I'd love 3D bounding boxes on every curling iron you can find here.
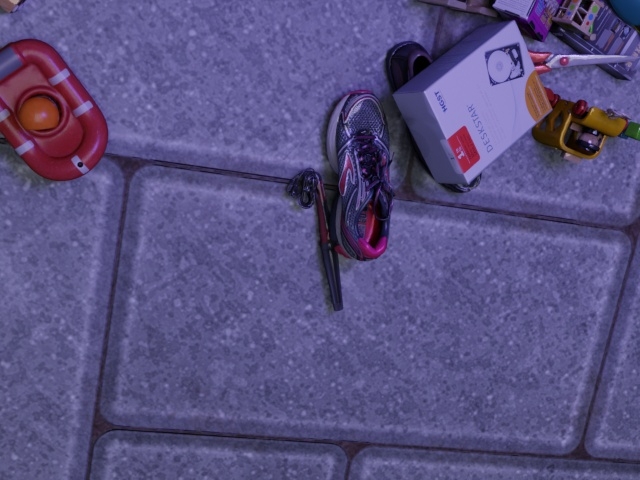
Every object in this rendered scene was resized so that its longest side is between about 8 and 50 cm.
[{"bbox_3d":[0.000,0.000,1.622,0.068,0.035,0.273,-20,107,-14],"label":"curling iron"}]

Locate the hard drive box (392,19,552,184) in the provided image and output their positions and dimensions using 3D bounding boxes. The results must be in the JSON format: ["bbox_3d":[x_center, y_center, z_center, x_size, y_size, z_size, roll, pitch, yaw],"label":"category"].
[{"bbox_3d":[0.260,-0.232,1.509,0.232,0.089,0.181,-41,115,-22],"label":"hard drive box"}]

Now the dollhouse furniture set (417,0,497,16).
[{"bbox_3d":[0.191,-0.508,1.501,0.242,0.161,0.212,3,105,-37],"label":"dollhouse furniture set"}]

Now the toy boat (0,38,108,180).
[{"bbox_3d":[-0.437,-0.198,1.406,0.151,0.151,0.231,-36,109,-1],"label":"toy boat"}]

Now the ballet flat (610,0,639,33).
[{"bbox_3d":[0.590,-0.398,1.580,0.231,0.077,0.077,41,72,-23],"label":"ballet flat"}]

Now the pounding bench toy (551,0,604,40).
[{"bbox_3d":[0.458,-0.392,1.553,0.083,0.052,0.065,21,99,-34],"label":"pounding bench toy"}]

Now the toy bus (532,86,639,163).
[{"bbox_3d":[0.464,-0.193,1.602,0.202,0.191,0.104,3,110,-60],"label":"toy bus"}]

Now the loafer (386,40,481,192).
[{"bbox_3d":[0.207,-0.208,1.583,0.109,0.095,0.302,-30,109,-4],"label":"loafer"}]

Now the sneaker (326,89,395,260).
[{"bbox_3d":[0.084,-0.113,1.560,0.121,0.112,0.299,-5,97,-21],"label":"sneaker"}]

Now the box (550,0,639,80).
[{"bbox_3d":[0.548,-0.435,1.621,0.183,0.056,0.231,28,98,-19],"label":"box"}]

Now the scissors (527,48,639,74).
[{"bbox_3d":[0.417,-0.329,1.601,0.297,0.021,0.109,-15,110,8],"label":"scissors"}]

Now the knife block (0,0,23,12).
[{"bbox_3d":[-0.518,-0.473,1.346,0.242,0.088,0.275,42,93,-20],"label":"knife block"}]

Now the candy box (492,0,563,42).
[{"bbox_3d":[0.388,-0.473,1.519,0.071,0.159,0.233,29,99,22],"label":"candy box"}]
